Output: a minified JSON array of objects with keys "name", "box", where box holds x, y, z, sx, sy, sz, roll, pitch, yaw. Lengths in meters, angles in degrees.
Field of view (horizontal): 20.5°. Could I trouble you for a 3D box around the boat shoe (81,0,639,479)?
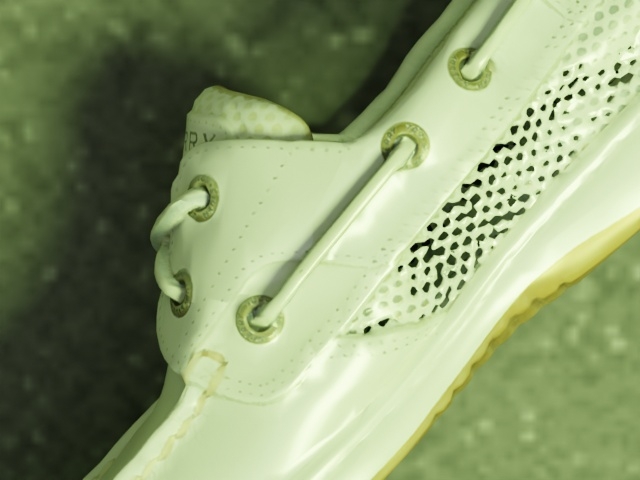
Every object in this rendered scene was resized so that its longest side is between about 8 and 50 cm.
[{"name":"boat shoe","box":[0.000,0.000,0.449,0.277,0.098,0.096,-44,99,-3]}]
